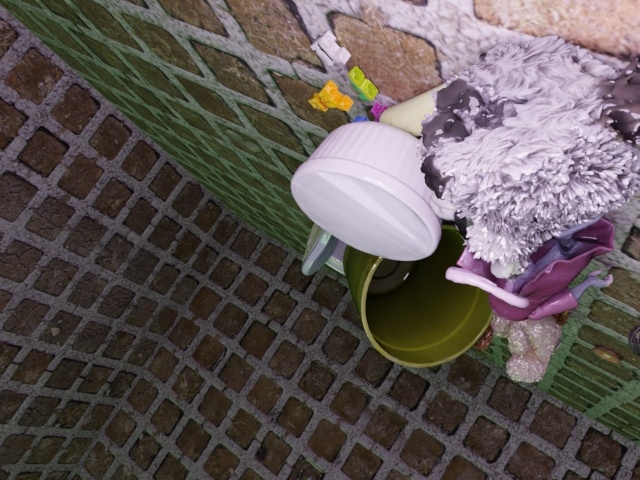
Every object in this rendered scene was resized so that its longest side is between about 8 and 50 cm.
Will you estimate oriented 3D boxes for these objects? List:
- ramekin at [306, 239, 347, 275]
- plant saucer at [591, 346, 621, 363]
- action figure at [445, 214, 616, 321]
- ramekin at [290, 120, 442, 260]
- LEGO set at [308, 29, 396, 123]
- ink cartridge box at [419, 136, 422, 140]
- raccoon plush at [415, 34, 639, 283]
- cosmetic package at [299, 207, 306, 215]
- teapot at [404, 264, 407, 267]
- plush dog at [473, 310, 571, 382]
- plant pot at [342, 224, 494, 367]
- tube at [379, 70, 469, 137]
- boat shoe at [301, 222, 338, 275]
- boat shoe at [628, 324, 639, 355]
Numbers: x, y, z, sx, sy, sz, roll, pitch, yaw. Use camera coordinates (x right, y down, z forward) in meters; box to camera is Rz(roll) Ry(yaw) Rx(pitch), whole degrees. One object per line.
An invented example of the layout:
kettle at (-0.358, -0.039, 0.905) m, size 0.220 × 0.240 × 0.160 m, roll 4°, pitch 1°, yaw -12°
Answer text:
ramekin at (0.095, 0.045, 2.212) m, size 0.277 × 0.135 × 0.277 m, roll 33°, pitch 172°, yaw 5°
plant saucer at (0.821, 0.325, 1.572) m, size 0.084 × 0.015 × 0.083 m, roll 31°, pitch 171°, yaw 5°
action figure at (0.375, 0.079, 0.984) m, size 0.248 × 0.275 × 0.370 m, roll 27°, pitch 157°, yaw 22°
ramekin at (0.095, -0.087, 0.946) m, size 0.273 × 0.127 × 0.272 m, roll 25°, pitch 160°, yaw 10°
LEGO set at (0.041, -0.245, 0.950) m, size 0.227 × 0.087 × 0.093 m, roll 40°, pitch 169°, yaw -33°
ink cartridge box at (0.233, -0.144, 0.899) m, size 0.104 × 0.061 × 0.181 m, roll 38°, pitch 170°, yaw -29°
raccoon plush at (0.310, -0.043, 0.628) m, size 0.447 × 0.216 × 0.299 m, roll 24°, pitch 165°, yaw 45°
cosmetic package at (0.033, -0.123, 1.511) m, size 0.153 × 0.129 × 0.296 m, roll 33°, pitch 171°, yaw 6°
teapot at (0.350, 0.169, 1.878) m, size 0.255 × 0.187 × 0.252 m, roll 57°, pitch 157°, yaw 15°
plush dog at (0.522, 0.214, 1.479) m, size 0.226 × 0.262 × 0.210 m, roll 20°, pitch 135°, yaw 16°
plant pot at (0.224, 0.097, 1.485) m, size 0.367 × 0.366 × 0.353 m, roll 36°, pitch -178°, yaw -21°
tube at (0.175, -0.198, 0.840) m, size 0.070 × 0.062 × 0.240 m, roll -8°, pitch -175°, yaw -26°
boat shoe at (0.000, 0.000, 2.011) m, size 0.094 × 0.302 × 0.109 m, roll 45°, pitch -145°, yaw 23°
boat shoe at (0.703, 0.218, 1.186) m, size 0.074 × 0.080 × 0.224 m, roll 20°, pitch 170°, yaw 36°
